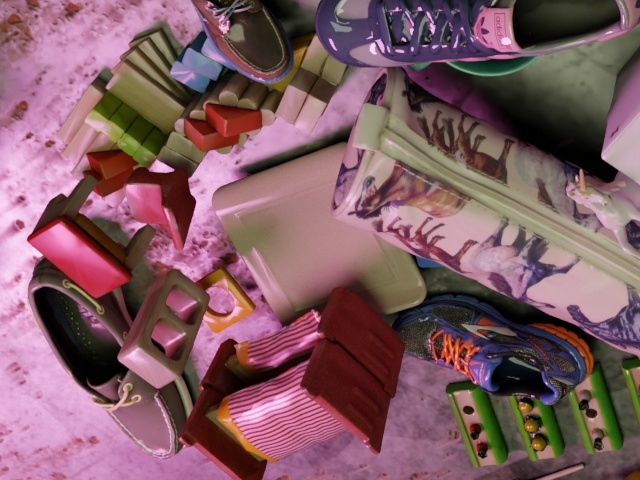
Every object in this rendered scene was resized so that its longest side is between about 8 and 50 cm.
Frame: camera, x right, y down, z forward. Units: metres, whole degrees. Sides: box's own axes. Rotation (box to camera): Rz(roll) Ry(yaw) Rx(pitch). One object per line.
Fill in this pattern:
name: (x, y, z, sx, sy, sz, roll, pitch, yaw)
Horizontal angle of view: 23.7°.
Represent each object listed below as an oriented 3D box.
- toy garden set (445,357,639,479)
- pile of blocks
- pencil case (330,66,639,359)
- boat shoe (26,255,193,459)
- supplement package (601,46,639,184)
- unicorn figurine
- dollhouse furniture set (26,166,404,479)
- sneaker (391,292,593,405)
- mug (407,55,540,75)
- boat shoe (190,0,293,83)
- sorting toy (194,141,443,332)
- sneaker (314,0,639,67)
toy garden set: (0.282, 0.240, 1.711, 0.244, 0.049, 0.204, -11, 117, 22)
pile of blocks: (-0.135, -0.138, 1.563, 0.362, 0.113, 0.149, -21, 113, 26)
pencil case: (0.199, -0.018, 1.476, 0.410, 0.160, 0.183, 26, 167, -9)
boat shoe: (-0.247, 0.143, 1.781, 0.109, 0.091, 0.305, -16, 115, 25)
supplement package: (0.428, -0.092, 1.385, 0.293, 0.177, 0.175, 33, 124, -6)
unicorn figurine: (0.284, -0.035, 1.398, 0.111, 0.162, 0.060, 39, 122, 5)
dollhouse furniture set: (-0.114, 0.085, 1.582, 0.374, 0.152, 0.201, 42, 133, -22)
sneaker: (0.177, 0.119, 1.638, 0.221, 0.087, 0.083, 11, 121, 21)
mug: (0.150, -0.231, 1.430, 0.157, 0.097, 0.129, 0, 121, 17)
boat shoe: (-0.095, -0.230, 1.481, 0.066, 0.066, 0.183, -39, 82, -2)
sorting toy: (0.000, 0.000, 1.650, 0.347, 0.047, 0.196, -18, 110, 25)
sneaker: (0.132, -0.202, 1.313, 0.319, 0.131, 0.112, -12, 117, 22)
